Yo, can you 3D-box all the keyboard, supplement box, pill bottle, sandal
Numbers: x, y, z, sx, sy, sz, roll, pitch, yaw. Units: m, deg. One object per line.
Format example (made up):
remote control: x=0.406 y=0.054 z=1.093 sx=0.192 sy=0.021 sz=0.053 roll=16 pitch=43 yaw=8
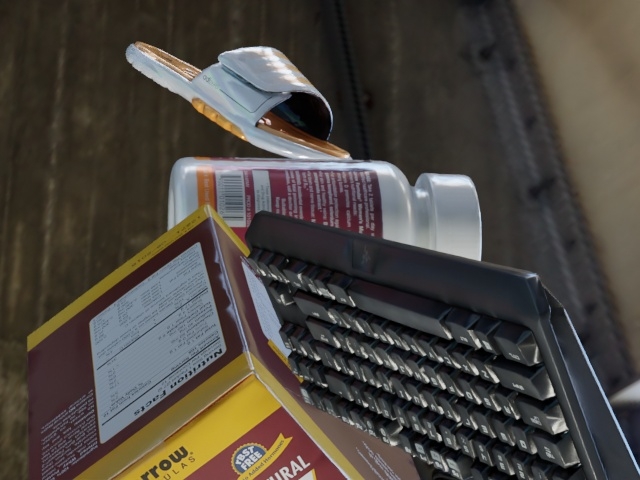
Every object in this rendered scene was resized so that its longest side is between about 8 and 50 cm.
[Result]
keyboard: x=0.033 y=0.048 z=0.444 sx=0.023 sy=0.180 sz=0.108 roll=-33 pitch=-71 yaw=-17
supplement box: x=-0.041 y=0.121 z=0.785 sx=0.129 sy=0.194 sz=0.191 roll=-36 pitch=-65 yaw=7
pill bottle: x=0.000 y=0.000 z=1.122 sx=0.221 sy=0.121 sz=0.121 roll=1 pitch=-113 yaw=-9
sandal: x=-0.074 y=-0.145 z=1.364 sx=0.265 sy=0.076 sz=0.102 roll=32 pitch=-167 yaw=32
